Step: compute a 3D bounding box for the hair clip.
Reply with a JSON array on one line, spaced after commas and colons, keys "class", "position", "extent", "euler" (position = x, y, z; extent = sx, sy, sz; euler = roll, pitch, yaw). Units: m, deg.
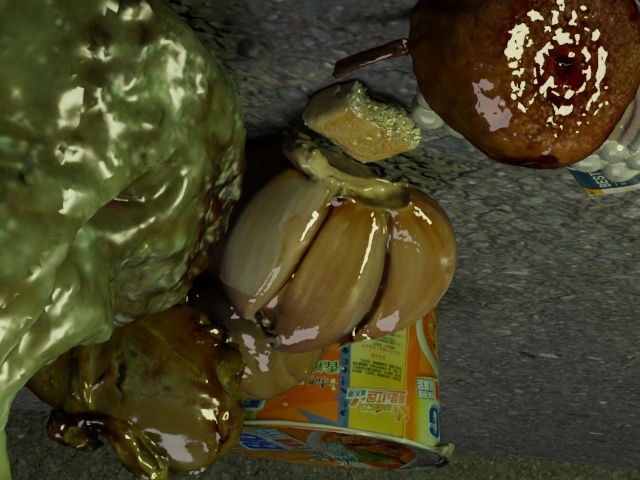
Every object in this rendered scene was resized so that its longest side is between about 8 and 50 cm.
[{"class": "hair clip", "position": [0.186, -0.105, 0.817], "extent": [0.220, 0.054, 0.140], "euler": [14, 149, -8]}]

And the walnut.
[{"class": "walnut", "position": [-0.080, 0.071, 1.176], "extent": [0.238, 0.204, 0.141], "euler": [9, -175, -12]}]

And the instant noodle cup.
[{"class": "instant noodle cup", "position": [0.016, 0.150, 1.387], "extent": [0.296, 0.214, 0.296], "euler": [5, 162, 2]}]

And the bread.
[{"class": "bread", "position": [0.032, -0.094, 0.928], "extent": [0.083, 0.035, 0.070], "euler": [27, 153, -32]}]

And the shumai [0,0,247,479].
[{"class": "shumai", "position": [-0.247, 0.011, 0.772], "extent": [0.395, 0.348, 0.395], "euler": [7, 141, 6]}]

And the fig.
[{"class": "fig", "position": [0.101, -0.118, 0.732], "extent": [0.146, 0.134, 0.201], "euler": [49, 164, -24]}]

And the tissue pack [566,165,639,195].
[{"class": "tissue pack", "position": [0.231, -0.068, 0.923], "extent": [0.062, 0.042, 0.083], "euler": [-7, 158, 29]}]

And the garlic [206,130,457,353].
[{"class": "garlic", "position": [0.000, 0.000, 1.041], "extent": [0.214, 0.191, 0.160], "euler": [13, -158, -36]}]

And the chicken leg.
[{"class": "chicken leg", "position": [-0.213, 0.076, 1.044], "extent": [0.361, 0.211, 0.140], "euler": [31, 133, 21]}]

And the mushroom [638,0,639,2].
[{"class": "mushroom", "position": [0.247, -0.143, 0.326], "extent": [0.325, 0.353, 0.353], "euler": [-25, 161, -4]}]
